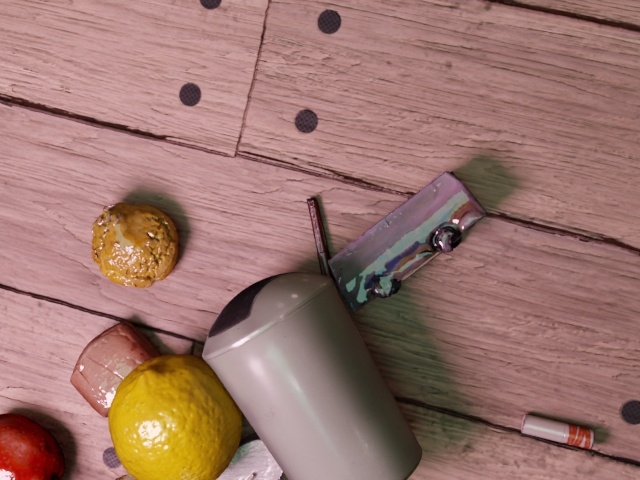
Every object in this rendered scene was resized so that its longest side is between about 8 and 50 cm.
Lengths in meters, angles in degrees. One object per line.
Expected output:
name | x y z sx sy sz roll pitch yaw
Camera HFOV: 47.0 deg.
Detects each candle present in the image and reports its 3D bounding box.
candle | -0.151 0.491 1.514 0.169 0.068 0.192 4 93 6

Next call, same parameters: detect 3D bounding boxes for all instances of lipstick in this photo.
lipstick | 0.001 0.000 1.477 0.027 0.027 0.176 -11 91 10
lipstick | 0.456 0.367 1.415 0.131 0.038 0.038 12 96 9

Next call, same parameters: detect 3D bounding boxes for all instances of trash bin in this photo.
trash bin | -0.022 0.270 1.375 0.280 0.280 0.431 -31 91 10

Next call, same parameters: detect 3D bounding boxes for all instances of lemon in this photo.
lemon | -0.275 0.358 1.425 0.254 0.253 0.310 -6 130 10

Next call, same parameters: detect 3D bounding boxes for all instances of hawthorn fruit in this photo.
hawthorn fruit | -0.623 0.487 1.518 0.266 0.210 0.230 15 62 11

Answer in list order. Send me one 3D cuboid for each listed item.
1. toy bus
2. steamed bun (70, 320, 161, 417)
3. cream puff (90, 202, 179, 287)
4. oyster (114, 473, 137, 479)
toy bus | 0.161 0.004 1.409 0.317 0.112 0.138 -37 83 9
steamed bun | -0.426 0.264 1.532 0.145 0.106 0.175 42 86 10
cream puff | -0.381 0.007 1.491 0.189 0.129 0.188 0 94 6
oyster | -0.444 0.590 1.494 0.341 0.110 0.166 -30 68 -15
